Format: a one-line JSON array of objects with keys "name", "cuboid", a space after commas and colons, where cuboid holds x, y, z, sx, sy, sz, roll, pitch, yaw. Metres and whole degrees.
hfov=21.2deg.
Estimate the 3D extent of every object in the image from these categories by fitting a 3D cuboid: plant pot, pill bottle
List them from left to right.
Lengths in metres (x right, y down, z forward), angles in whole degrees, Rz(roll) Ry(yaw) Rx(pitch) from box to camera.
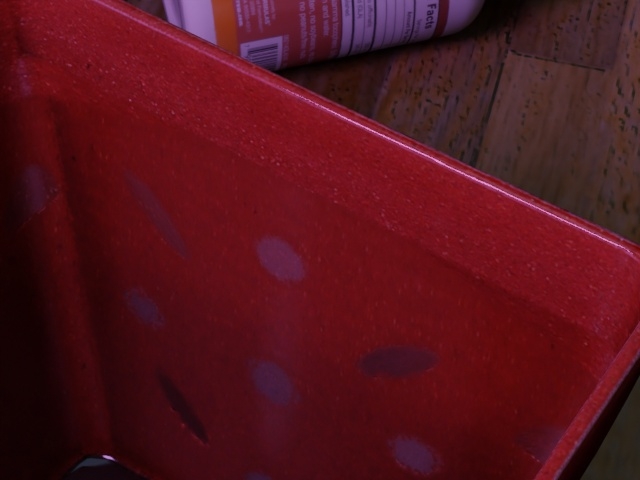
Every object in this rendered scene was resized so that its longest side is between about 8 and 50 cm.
[{"name": "plant pot", "cuboid": [-0.074, 0.112, 0.567, 0.267, 0.235, 0.267, 27, 56, 20]}, {"name": "pill bottle", "cuboid": [0.019, -0.166, 0.961, 0.216, 0.121, 0.121, -13, 53, -10]}]

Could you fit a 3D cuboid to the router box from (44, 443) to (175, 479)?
[{"name": "router box", "cuboid": [-0.073, 0.203, 0.697, 0.243, 0.081, 0.308, 6, 52, 5]}]
